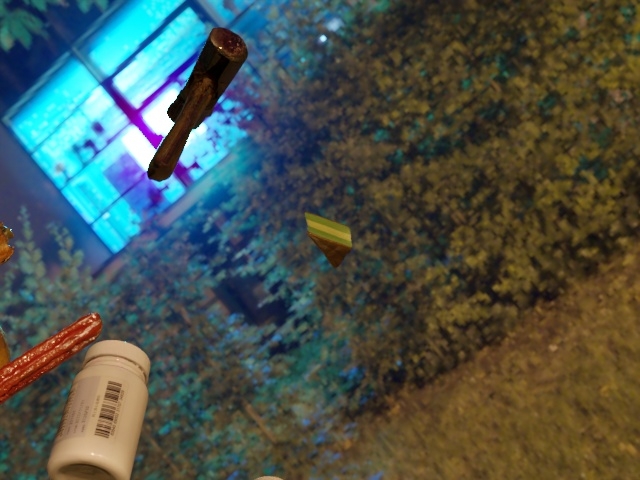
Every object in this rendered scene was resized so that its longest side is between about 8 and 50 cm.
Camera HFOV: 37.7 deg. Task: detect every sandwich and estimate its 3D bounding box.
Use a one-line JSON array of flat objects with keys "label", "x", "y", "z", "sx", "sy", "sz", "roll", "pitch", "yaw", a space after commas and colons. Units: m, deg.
[{"label": "sandwich", "x": 0.000, "y": 0.000, "z": 2.027, "sx": 0.074, "sy": 0.116, "sz": 0.074, "roll": -51, "pitch": 31, "yaw": 36}]

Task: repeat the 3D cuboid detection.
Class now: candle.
[{"label": "candle", "x": -0.439, "y": 0.195, "z": 1.329, "sx": 0.329, "sy": 0.048, "sz": 0.051, "roll": -35, "pitch": 3, "yaw": -37}]

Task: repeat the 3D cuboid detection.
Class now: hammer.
[{"label": "hammer", "x": -0.268, "y": -0.247, "z": 1.921, "sx": 0.242, "sy": 0.095, "sz": 0.408, "roll": -50, "pitch": 17, "yaw": 39}]

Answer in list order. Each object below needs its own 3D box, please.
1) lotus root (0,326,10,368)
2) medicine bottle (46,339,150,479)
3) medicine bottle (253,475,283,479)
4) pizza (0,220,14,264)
[{"label": "lotus root", "x": -0.701, "y": 0.228, "z": 1.830, "sx": 0.188, "sy": 0.180, "sz": 0.199, "roll": -52, "pitch": -8, "yaw": 18}, {"label": "medicine bottle", "x": -0.279, "y": 0.227, "z": 1.207, "sx": 0.103, "sy": 0.103, "sz": 0.186, "roll": -40, "pitch": 31, "yaw": 34}, {"label": "medicine bottle", "x": -0.089, "y": 0.471, "z": 1.566, "sx": 0.079, "sy": 0.079, "sz": 0.140, "roll": -40, "pitch": 35, "yaw": 36}, {"label": "pizza", "x": -0.677, "y": -0.025, "z": 1.823, "sx": 0.185, "sy": 0.052, "sz": 0.195, "roll": -21, "pitch": -58, "yaw": -53}]
